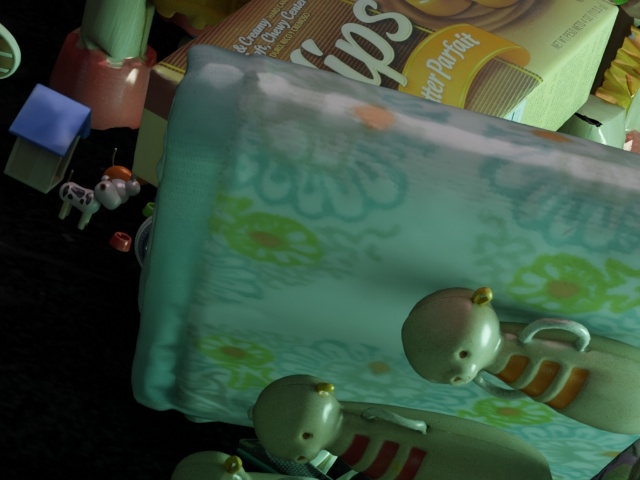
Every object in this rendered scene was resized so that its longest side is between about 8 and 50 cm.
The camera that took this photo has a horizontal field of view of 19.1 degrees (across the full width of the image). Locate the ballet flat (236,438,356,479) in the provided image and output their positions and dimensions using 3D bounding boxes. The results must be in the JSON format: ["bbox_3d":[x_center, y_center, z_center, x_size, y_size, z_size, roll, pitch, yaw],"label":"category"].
[{"bbox_3d":[0.006,0.138,1.080,0.114,0.041,0.041,35,23,21],"label":"ballet flat"}]

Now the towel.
[{"bbox_3d":[0.066,0.033,0.975,0.320,0.090,0.374,11,-21,-4],"label":"towel"}]

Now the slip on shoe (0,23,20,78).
[{"bbox_3d":[-0.290,-0.166,1.467,0.135,0.051,0.041,20,22,7],"label":"slip on shoe"}]

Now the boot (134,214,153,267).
[{"bbox_3d":[-0.048,0.043,1.204,0.190,0.069,0.086,31,15,12],"label":"boot"}]

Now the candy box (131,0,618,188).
[{"bbox_3d":[0.044,-0.101,1.237,0.183,0.088,0.316,28,40,18],"label":"candy box"}]

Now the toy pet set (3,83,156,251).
[{"bbox_3d":[-0.157,-0.060,1.337,0.114,0.065,0.122,26,20,2],"label":"toy pet set"}]

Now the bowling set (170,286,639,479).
[{"bbox_3d":[0.031,0.157,0.879,0.154,0.287,0.200,19,53,-17],"label":"bowling set"}]

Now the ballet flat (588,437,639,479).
[{"bbox_3d":[0.148,0.180,0.957,0.077,0.222,0.079,-37,41,-29],"label":"ballet flat"}]

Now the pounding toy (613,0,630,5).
[{"bbox_3d":[0.337,-0.219,1.904,0.183,0.110,0.237,-26,9,-29],"label":"pounding toy"}]

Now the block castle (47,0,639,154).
[{"bbox_3d":[0.041,-0.125,1.535,0.453,0.213,0.303,22,32,9],"label":"block castle"}]
